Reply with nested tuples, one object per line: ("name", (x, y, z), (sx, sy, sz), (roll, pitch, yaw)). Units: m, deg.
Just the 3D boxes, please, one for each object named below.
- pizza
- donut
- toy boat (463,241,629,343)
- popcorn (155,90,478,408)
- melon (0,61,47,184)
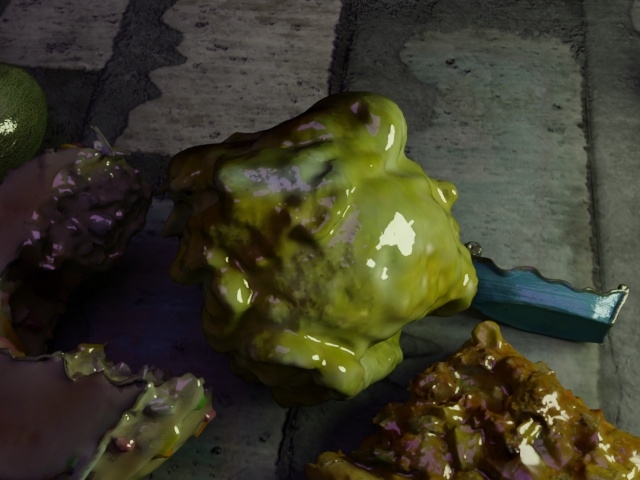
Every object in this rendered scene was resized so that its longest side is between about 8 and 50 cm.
("pizza", (0.161, 0.223, 0.800), (0.258, 0.087, 0.268), (-38, 50, -15))
("donut", (-0.269, 0.099, 0.855), (0.307, 0.150, 0.371), (-30, 59, 9))
("toy boat", (0.239, 0.053, 0.939), (0.186, 0.075, 0.077), (11, 61, 15))
("popcorn", (-0.004, 0.017, 0.852), (0.312, 0.312, 0.312), (-1, 57, 2))
("melon", (-0.421, -0.137, 1.059), (0.139, 0.139, 0.192), (22, 62, 16))
